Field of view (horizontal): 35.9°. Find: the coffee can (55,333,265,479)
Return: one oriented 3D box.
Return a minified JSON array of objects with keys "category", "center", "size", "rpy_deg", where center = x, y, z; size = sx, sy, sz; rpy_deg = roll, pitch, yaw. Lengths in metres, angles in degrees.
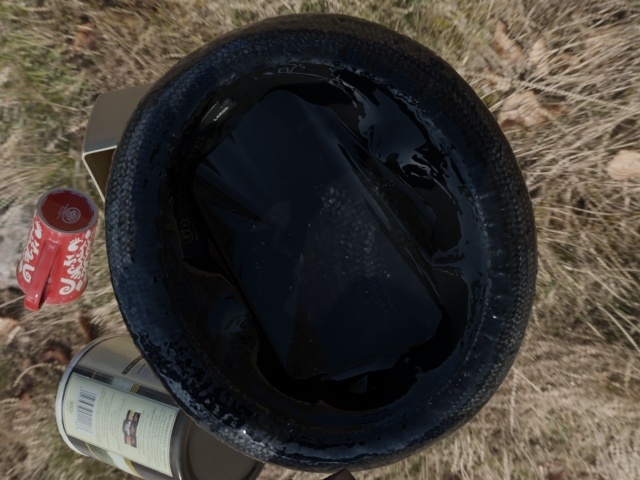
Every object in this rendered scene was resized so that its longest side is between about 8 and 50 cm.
[{"category":"coffee can","center":[-0.234,0.263,1.489],"size":[0.275,0.201,0.201],"rpy_deg":[10,95,38]}]

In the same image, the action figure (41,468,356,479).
[{"category":"action figure","center":[-0.099,0.210,0.573],"size":[0.285,0.099,0.185],"rpy_deg":[-22,107,20]}]

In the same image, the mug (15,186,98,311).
[{"category":"mug","center":[-0.396,0.020,1.509],"size":[0.113,0.169,0.150],"rpy_deg":[1,52,-25]}]

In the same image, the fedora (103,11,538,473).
[{"category":"fedora","center":[0.000,0.000,0.756],"size":[0.334,0.152,0.334],"rpy_deg":[0,96,-4]}]

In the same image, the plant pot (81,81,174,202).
[{"category":"plant pot","center":[-0.191,-0.106,1.056],"size":[0.109,0.109,0.096],"rpy_deg":[-13,57,-1]}]
